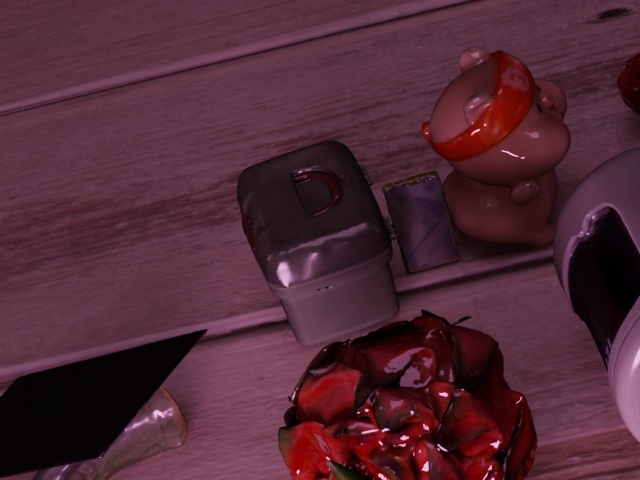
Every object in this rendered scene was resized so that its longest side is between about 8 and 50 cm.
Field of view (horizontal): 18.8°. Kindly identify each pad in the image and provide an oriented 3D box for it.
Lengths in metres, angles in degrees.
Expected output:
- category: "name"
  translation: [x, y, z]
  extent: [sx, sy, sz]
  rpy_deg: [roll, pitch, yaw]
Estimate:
- category: "pad"
  translation: [-0.263, 0.174, 1.928]
  extent: [0.300, 0.005, 0.202]
  rpy_deg: [-16, 24, 40]

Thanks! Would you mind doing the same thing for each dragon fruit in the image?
- category: "dragon fruit"
  translation: [0.091, 0.157, 1.722]
  extent: [0.234, 0.233, 0.293]
  rpy_deg: [1, 45, 24]
- category: "dragon fruit"
  translation: [0.405, -0.184, 2.189]
  extent: [0.162, 0.083, 0.106]
  rpy_deg: [-33, 24, -7]

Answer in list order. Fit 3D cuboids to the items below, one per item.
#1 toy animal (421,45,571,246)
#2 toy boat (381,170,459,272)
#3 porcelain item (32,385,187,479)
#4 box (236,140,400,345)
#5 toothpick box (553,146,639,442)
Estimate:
- category: "toy animal"
  translation: [0.188, -0.102, 2.051]
  extent: [0.171, 0.197, 0.171]
  rpy_deg: [-4, 34, 3]
- category: "toy boat"
  translation: [0.107, -0.019, 2.046]
  extent: [0.063, 0.115, 0.016]
  rpy_deg: [-15, 36, 2]
- category: "porcelain item"
  translation: [-0.234, 0.222, 1.892]
  extent: [0.216, 0.081, 0.069]
  rpy_deg: [-35, 55, -22]
- category: "box"
  translation: [0.000, 0.000, 2.053]
  extent: [0.148, 0.129, 0.210]
  rpy_deg: [-19, 34, -2]
- category: "toothpick box"
  translation: [0.345, 0.037, 1.794]
  extent: [0.229, 0.229, 0.316]
  rpy_deg: [-17, 32, 0]
